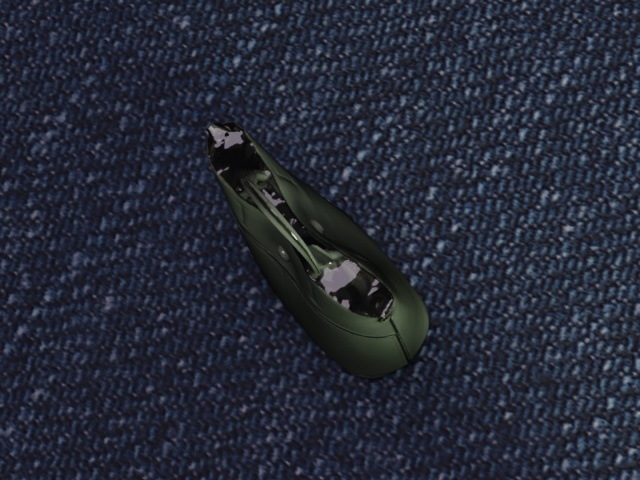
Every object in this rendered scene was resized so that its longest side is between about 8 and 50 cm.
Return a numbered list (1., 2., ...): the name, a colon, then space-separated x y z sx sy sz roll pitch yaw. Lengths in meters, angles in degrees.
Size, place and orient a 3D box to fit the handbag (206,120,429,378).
1. handbag: 0.000 0.000 1.722 0.109 0.315 0.241 -41 69 -7
